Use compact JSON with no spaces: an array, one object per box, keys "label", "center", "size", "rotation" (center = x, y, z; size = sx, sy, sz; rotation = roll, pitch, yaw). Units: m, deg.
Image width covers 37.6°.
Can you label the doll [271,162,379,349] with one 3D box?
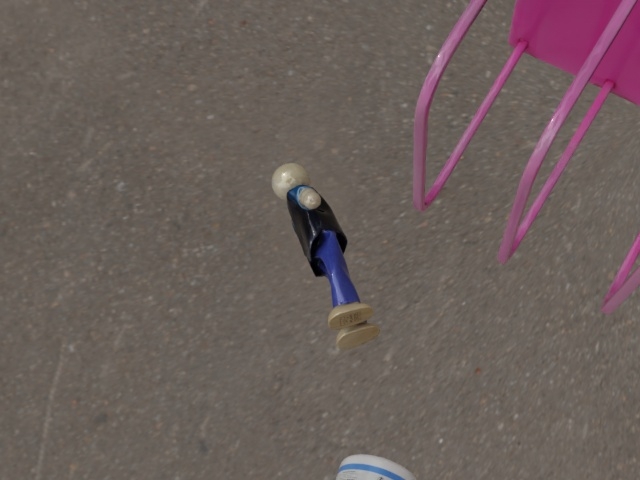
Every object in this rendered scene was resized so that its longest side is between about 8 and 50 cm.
[{"label":"doll","center":[0.000,0.000,0.850],"size":[0.046,0.129,0.189],"rotation":[-22,55,-2]}]

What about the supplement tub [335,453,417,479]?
[{"label":"supplement tub","center":[0.035,0.238,0.772],"size":[0.071,0.107,0.071],"rotation":[14,146,10]}]

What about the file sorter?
[{"label":"file sorter","center":[0.213,-0.049,0.533],"size":[0.291,0.202,0.182],"rotation":[29,76,14]}]
